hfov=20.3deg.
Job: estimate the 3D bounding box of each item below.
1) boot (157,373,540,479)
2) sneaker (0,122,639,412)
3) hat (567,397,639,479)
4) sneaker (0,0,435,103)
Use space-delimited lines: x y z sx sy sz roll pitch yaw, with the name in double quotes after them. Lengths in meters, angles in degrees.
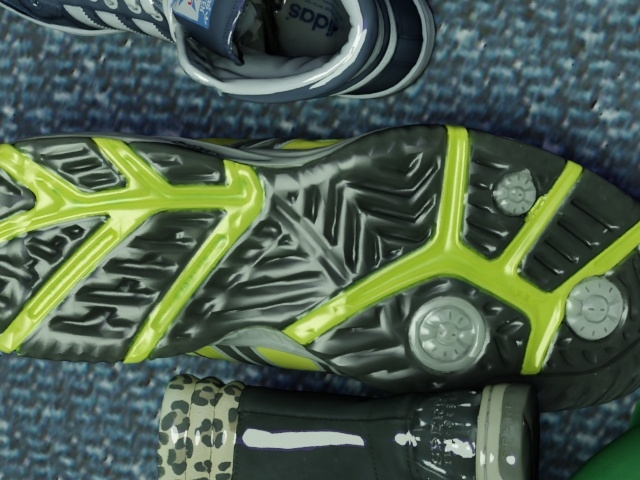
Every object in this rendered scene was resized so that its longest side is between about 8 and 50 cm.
0.018 0.136 0.899 0.178 0.236 0.085 4 58 6 "boot"
0.000 0.000 0.930 0.384 0.147 0.145 9 96 -6 "sneaker"
0.107 0.150 0.839 0.183 0.208 0.173 -2 87 -16 "hat"
-0.086 -0.139 0.916 0.282 0.153 0.099 17 100 10 "sneaker"
